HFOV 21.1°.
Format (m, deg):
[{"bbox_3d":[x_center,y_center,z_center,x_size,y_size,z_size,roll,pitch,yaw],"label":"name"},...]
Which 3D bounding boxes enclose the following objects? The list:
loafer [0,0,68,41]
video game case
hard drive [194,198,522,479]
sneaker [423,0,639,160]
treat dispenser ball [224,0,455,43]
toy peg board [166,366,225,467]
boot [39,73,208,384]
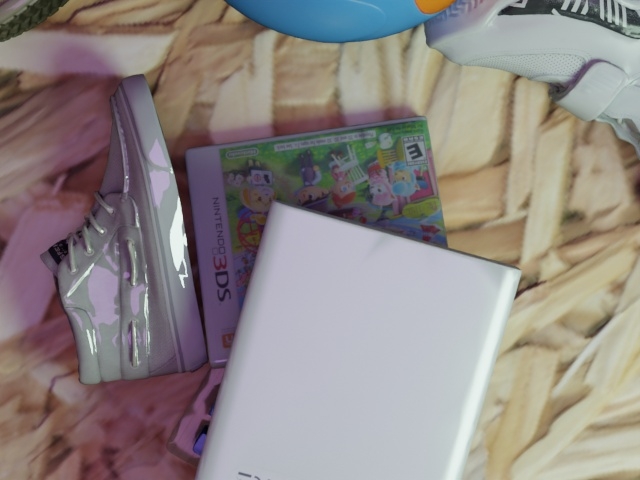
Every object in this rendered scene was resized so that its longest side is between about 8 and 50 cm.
[{"bbox_3d":[-0.214,-0.274,1.439,0.092,0.102,0.268,44,83,-1],"label":"loafer"},{"bbox_3d":[0.000,0.000,1.458,0.212,0.023,0.193,-8,74,0],"label":"video game case"},{"bbox_3d":[0.019,0.147,1.407,0.210,0.040,0.319,15,95,-3],"label":"hard drive"},{"bbox_3d":[0.264,-0.103,1.424,0.365,0.137,0.210,3,91,-3],"label":"sneaker"},{"bbox_3d":[0.017,-0.298,1.337,0.288,0.288,0.288,0,93,0],"label":"treat dispenser ball"},{"bbox_3d":[-0.027,0.153,1.470,0.160,0.079,0.161,30,93,-2],"label":"toy peg board"},{"bbox_3d":[-0.177,-0.004,1.451,0.123,0.095,0.258,-11,94,-6],"label":"boot"}]
